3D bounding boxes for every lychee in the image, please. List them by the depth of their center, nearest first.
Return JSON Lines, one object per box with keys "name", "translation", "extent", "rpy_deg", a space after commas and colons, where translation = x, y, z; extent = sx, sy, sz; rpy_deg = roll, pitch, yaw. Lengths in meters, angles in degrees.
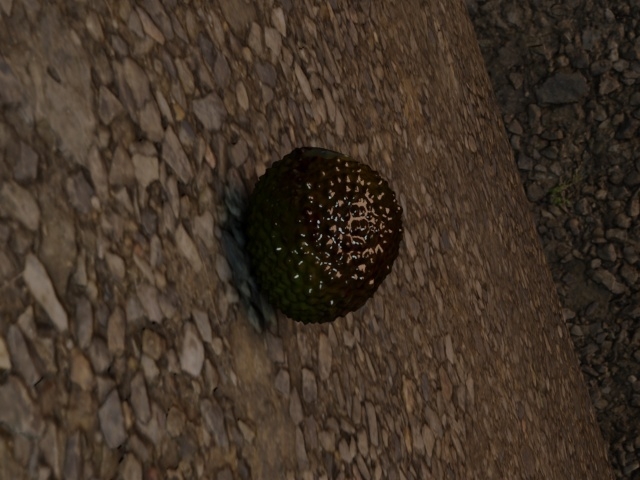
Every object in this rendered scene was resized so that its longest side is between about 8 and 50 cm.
{"name": "lychee", "translation": [0.000, 0.000, 1.028], "extent": [0.171, 0.171, 0.171], "rpy_deg": [-15, 90, -69]}
